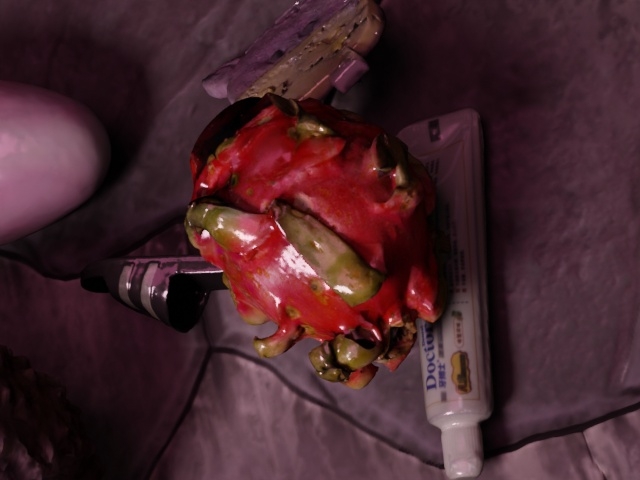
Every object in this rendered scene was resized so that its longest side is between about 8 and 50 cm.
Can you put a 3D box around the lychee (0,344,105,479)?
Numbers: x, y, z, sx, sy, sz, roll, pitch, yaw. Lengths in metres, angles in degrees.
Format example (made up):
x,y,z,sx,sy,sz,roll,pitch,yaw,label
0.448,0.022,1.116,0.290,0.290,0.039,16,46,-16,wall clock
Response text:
x,y,z,sx,sy,sz,roll,pitch,yaw,label
-0.293,0.192,1.085,0.300,0.300,0.300,-9,71,26,lychee

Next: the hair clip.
x,y,z,sx,sy,sz,roll,pitch,yaw,label
-0.022,-0.115,1.158,0.187,0.056,0.146,-50,28,17,hair clip

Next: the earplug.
x,y,z,sx,sy,sz,roll,pitch,yaw,label
-0.299,-0.052,1.254,0.301,0.172,0.172,-5,72,20,earplug

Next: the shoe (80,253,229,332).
x,y,z,sx,sy,sz,roll,pitch,yaw,label
-0.094,0.039,1.159,0.179,0.071,0.049,-4,76,23,shoe

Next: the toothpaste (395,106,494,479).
x,y,z,sx,sy,sz,roll,pitch,yaw,label
0.086,0.033,1.080,0.067,0.037,0.255,-16,65,29,toothpaste

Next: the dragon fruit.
x,y,z,sx,sy,sz,roll,pitch,yaw,label
0.000,0.000,1.035,0.172,0.166,0.160,46,135,26,dragon fruit
